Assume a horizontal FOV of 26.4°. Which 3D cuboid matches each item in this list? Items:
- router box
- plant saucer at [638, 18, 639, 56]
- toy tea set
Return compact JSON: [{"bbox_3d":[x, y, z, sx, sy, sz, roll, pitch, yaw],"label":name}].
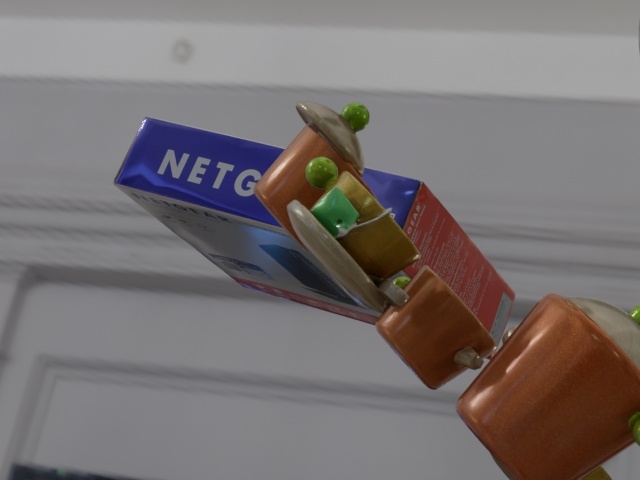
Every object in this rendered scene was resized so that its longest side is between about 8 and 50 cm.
[{"bbox_3d":[0.000,0.000,1.426,0.335,0.082,0.301,15,-15,31],"label":"router box"},{"bbox_3d":[0.349,-0.176,1.157,0.036,0.198,0.198,-10,-6,-46],"label":"plant saucer"},{"bbox_3d":[0.091,0.024,0.838,0.336,0.124,0.200,48,-2,15],"label":"toy tea set"}]
